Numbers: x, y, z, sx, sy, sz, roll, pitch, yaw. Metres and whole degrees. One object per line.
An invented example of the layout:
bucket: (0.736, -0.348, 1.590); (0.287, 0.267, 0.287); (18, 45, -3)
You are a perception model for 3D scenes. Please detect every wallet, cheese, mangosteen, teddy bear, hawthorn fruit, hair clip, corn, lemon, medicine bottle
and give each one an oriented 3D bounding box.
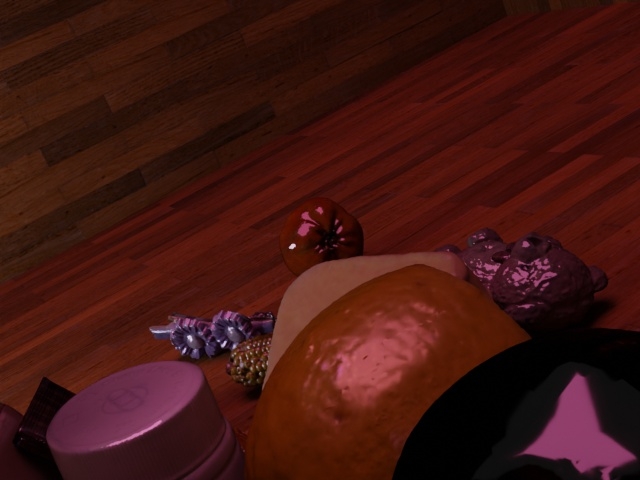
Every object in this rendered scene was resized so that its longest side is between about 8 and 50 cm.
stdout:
wallet: (-0.262, 0.260, 1.365); (0.042, 0.230, 0.124); (-58, 13, 27)
cheese: (0.043, 0.140, 1.622); (0.384, 0.104, 0.384); (-33, 29, 21)
mangosteen: (0.259, 0.257, 0.901); (0.382, 0.382, 0.435); (-13, -11, 29)
teddy bear: (0.296, 0.064, 1.694); (0.236, 0.151, 0.267); (-25, 12, -26)
hawthorn fruit: (0.000, 0.000, 2.209); (0.189, 0.189, 0.189); (-21, 18, 7)
hair clip: (-0.197, 0.170, 2.067); (0.292, 0.106, 0.084); (-6, 37, 35)
corn: (-0.011, 0.186, 1.816); (0.320, 0.097, 0.097); (-12, 21, 22)
lemon: (0.079, 0.231, 1.177); (0.364, 0.364, 0.364); (-21, 18, 7)
medicine bottle: (-0.156, 0.313, 1.230); (0.190, 0.332, 0.190); (-21, 18, 7)

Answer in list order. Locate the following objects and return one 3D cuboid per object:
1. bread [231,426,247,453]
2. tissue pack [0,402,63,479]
bread: (-0.101, 0.329, 1.437); (0.103, 0.132, 0.172); (18, -1, -29)
tissue pack: (-0.479, 0.390, 1.362); (0.267, 0.277, 0.387); (-74, 9, -64)
